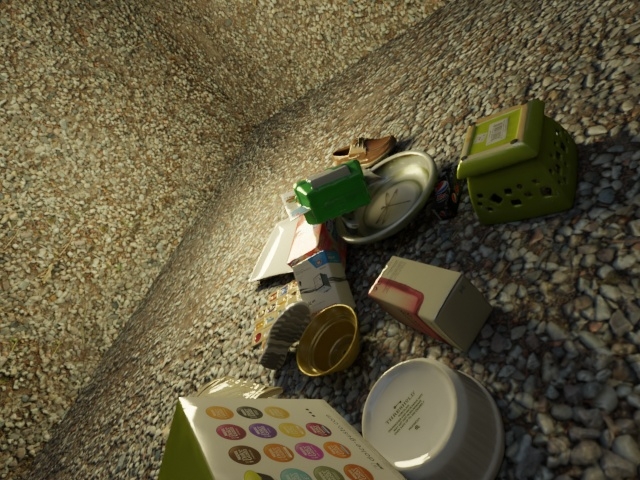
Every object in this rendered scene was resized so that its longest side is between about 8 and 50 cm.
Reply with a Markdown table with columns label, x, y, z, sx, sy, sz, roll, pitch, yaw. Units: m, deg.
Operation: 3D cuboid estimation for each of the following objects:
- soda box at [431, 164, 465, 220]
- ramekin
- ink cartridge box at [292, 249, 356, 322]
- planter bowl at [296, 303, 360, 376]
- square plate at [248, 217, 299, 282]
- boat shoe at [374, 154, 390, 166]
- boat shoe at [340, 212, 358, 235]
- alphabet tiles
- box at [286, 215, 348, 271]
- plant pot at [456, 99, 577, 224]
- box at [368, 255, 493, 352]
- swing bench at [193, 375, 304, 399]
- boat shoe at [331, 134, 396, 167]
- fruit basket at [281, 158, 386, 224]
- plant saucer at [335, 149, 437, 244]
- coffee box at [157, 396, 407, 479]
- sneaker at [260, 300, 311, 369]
| label | x | y | z | sx | sy | sz | roll | pitch | yaw |
| --- | --- | --- | --- | --- | --- | --- | --- | --- | --- |
| soda box | 0.388 | -0.145 | 1.267 | 0.053 | 0.060 | 0.169 | -15 | 42 | 47 |
| ramekin | 0.202 | 0.358 | 0.817 | 0.273 | 0.127 | 0.273 | -34 | 32 | 24 |
| ink cartridge box | 0.010 | 0.144 | 1.301 | 0.140 | 0.082 | 0.190 | -30 | 67 | 30 |
| planter bowl | 0.042 | 0.292 | 1.158 | 0.217 | 0.090 | 0.217 | -34 | 32 | 24 |
| square plate | -0.129 | 0.023 | 1.779 | 0.344 | 0.049 | 0.347 | -17 | 41 | 43 |
| boat shoe | 0.243 | -0.293 | 1.676 | 0.133 | 0.042 | 0.049 | -55 | 26 | -17 |
| boat shoe | 0.093 | -0.055 | 1.367 | 0.142 | 0.049 | 0.040 | -107 | 19 | -69 |
| alphabet tiles | -0.120 | 0.253 | 1.516 | 0.342 | 0.011 | 0.285 | -33 | 32 | 25 |
| box | 0.000 | 0.000 | 1.508 | 0.142 | 0.154 | 0.300 | -30 | 29 | 30 |
| plant pot | 0.484 | -0.201 | 1.054 | 0.227 | 0.207 | 0.228 | -14 | 42 | 47 |
| box | 0.254 | 0.143 | 0.995 | 0.127 | 0.148 | 0.232 | -54 | 28 | -12 |
| swing bench | -0.167 | 0.451 | 1.072 | 0.253 | 0.255 | 0.165 | -10 | 45 | 48 |
| boat shoe | 0.174 | -0.380 | 1.789 | 0.324 | 0.116 | 0.123 | -18 | 33 | 42 |
| fruit basket | 0.023 | -0.188 | 1.439 | 0.327 | 0.165 | 0.353 | -22 | 26 | -2 |
| plant saucer | 0.232 | -0.128 | 1.418 | 0.400 | 0.100 | 0.400 | -34 | 31 | 24 |
| coffee box | -0.091 | 0.502 | 0.710 | 0.338 | 0.334 | 0.338 | 15 | 90 | 59 |
| sneaker | -0.118 | 0.276 | 1.313 | 0.281 | 0.105 | 0.115 | -57 | 18 | 29 |
